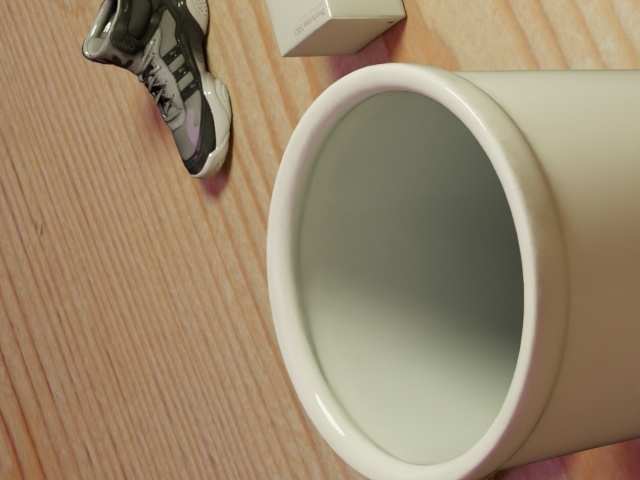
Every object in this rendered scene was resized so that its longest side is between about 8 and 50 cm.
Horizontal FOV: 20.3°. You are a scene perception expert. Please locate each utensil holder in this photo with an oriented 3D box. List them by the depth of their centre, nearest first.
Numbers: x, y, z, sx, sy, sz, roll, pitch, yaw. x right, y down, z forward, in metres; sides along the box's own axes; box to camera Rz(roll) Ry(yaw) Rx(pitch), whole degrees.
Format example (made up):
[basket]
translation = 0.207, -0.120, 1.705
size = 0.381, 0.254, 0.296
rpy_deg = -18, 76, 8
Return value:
[utensil holder]
translation = 0.204, 0.015, 1.469
size = 0.327, 0.385, 0.328
rpy_deg = 10, 102, 53

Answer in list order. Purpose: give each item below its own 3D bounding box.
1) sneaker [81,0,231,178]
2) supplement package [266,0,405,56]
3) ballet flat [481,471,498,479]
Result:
[sneaker]
translation = -0.206, -0.202, 2.186
size = 0.101, 0.153, 0.269
rpy_deg = -21, 78, 53
[supplement package]
translation = 0.002, -0.300, 1.934
size = 0.105, 0.105, 0.179
rpy_deg = -31, 70, 50
[ballet flat]
translation = 0.133, 0.209, 1.823
size = 0.108, 0.106, 0.316
rpy_deg = 61, 138, 28
